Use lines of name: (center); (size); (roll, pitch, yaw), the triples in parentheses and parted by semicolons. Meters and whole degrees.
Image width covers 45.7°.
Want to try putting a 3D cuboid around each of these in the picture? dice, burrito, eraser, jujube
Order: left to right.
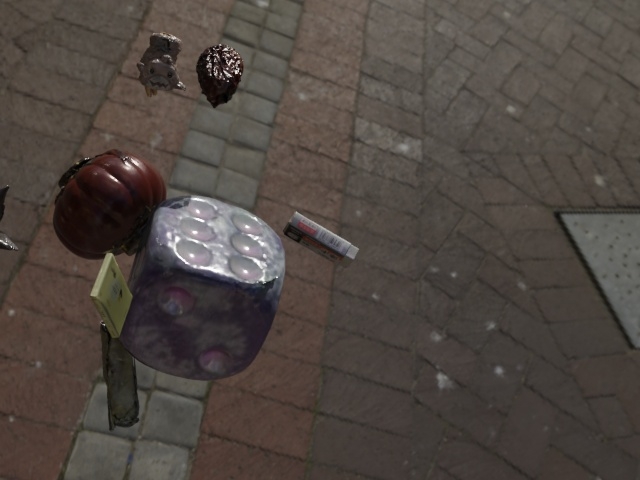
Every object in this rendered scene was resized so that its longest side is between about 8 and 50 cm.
burrito: (-0.414, 0.270, 1.551); (0.058, 0.063, 0.229); (22, 55, -62)
dice: (-0.236, 0.093, 1.499); (0.270, 0.271, 0.270); (18, 32, -16)
jujube: (-0.202, -0.342, 1.545); (0.104, 0.104, 0.165); (7, 34, -19)
eraser: (0.000, 0.000, 1.240); (0.122, 0.052, 0.029); (31, 68, -4)

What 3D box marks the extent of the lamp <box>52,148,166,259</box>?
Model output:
lamp: (-0.535, -0.088, 1.933); (0.257, 0.303, 0.303); (45, 48, 1)

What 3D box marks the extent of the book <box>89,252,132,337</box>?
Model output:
book: (-0.304, 0.082, 1.114); (0.014, 0.111, 0.077); (3, 52, 8)

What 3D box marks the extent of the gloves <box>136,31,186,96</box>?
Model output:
gloves: (-0.370, -0.408, 1.754); (0.111, 0.094, 0.144); (-4, 95, -11)

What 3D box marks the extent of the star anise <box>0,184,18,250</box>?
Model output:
star anise: (-0.483, -0.015, 1.041); (0.065, 0.182, 0.195); (24, 45, -49)
